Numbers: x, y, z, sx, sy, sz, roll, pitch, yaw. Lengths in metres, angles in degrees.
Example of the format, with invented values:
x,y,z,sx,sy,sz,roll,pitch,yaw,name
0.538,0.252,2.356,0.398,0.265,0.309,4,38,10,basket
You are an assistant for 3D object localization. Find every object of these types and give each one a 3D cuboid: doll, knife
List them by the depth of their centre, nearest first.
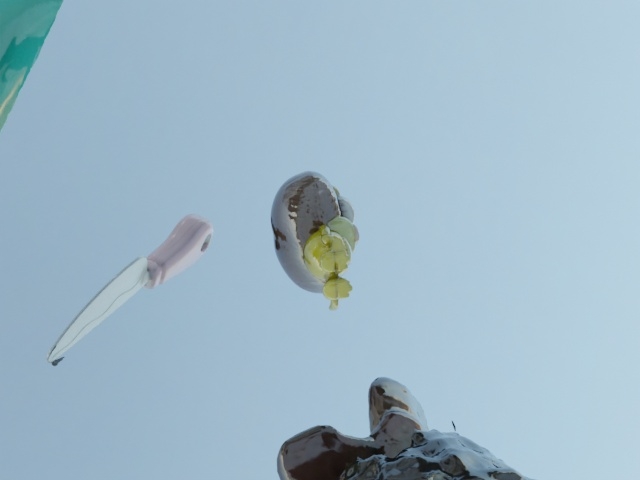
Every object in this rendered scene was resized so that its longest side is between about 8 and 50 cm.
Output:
x,y,z,sx,sy,sz,roll,pitch,yaw,name
0.002,0.008,1.302,0.096,0.188,0.145,-15,-41,-9,doll
-0.229,0.051,1.459,0.336,0.043,0.081,-46,-20,-54,knife

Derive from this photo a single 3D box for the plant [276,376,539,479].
x,y,z,sx,sy,sz,roll,pitch,yaw,name
0.062,0.204,0.727,0.178,0.234,0.204,38,-103,-48,plant

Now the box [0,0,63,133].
x,y,z,sx,sy,sz,roll,pitch,yaw,name
-0.404,-0.152,1.111,0.118,0.205,0.311,7,-65,-59,box
